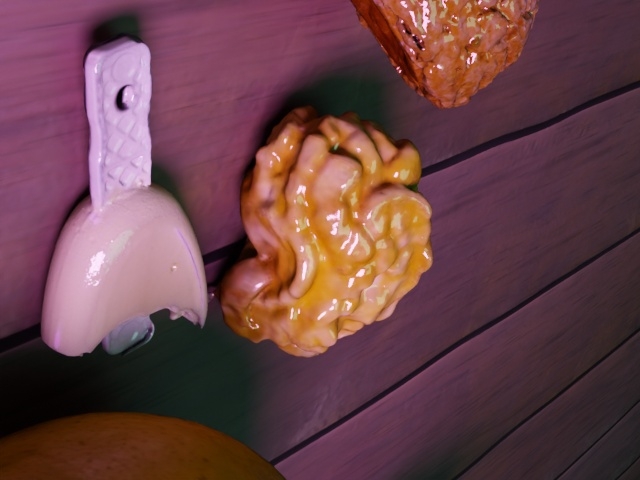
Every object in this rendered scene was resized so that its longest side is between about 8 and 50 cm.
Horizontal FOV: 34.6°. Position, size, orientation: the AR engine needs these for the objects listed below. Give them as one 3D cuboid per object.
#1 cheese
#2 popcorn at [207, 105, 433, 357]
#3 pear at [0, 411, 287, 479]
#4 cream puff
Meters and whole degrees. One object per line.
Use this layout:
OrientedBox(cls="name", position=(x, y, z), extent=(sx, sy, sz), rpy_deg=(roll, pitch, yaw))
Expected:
OrientedBox(cls="cheese", position=(-0.120, -0.018, 0.639), extent=(0.127, 0.050, 0.235), rpy_deg=(-29, 139, -40))
OrientedBox(cls="popcorn", position=(0.013, -0.001, 0.771), extent=(0.163, 0.140, 0.194), rpy_deg=(-4, 121, -49))
OrientedBox(cls="pear", position=(-0.177, 0.239, 0.638), extent=(0.340, 0.191, 0.386), rpy_deg=(-46, 150, -12))
OrientedBox(cls="cream puff", position=(0.094, -0.197, 0.647), extent=(0.169, 0.183, 0.183), rpy_deg=(-34, 149, 3))
